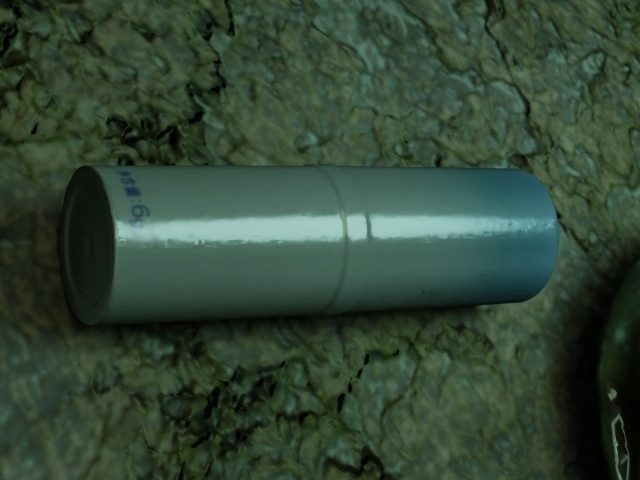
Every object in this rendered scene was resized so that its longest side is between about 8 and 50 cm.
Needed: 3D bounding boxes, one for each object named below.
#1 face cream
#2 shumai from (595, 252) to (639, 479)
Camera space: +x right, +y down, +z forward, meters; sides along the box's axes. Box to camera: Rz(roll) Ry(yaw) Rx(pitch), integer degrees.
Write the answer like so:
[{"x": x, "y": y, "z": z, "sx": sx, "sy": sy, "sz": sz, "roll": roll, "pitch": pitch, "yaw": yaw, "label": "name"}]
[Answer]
[{"x": 0.000, "y": 0.000, "z": 0.693, "sx": 0.250, "sy": 0.077, "sz": 0.077, "roll": -1, "pitch": 68, "yaw": -29, "label": "face cream"}, {"x": 0.357, "y": 0.113, "z": 0.699, "sx": 0.324, "sy": 0.323, "sz": 0.397, "roll": -7, "pitch": 72, "yaw": -30, "label": "shumai"}]
